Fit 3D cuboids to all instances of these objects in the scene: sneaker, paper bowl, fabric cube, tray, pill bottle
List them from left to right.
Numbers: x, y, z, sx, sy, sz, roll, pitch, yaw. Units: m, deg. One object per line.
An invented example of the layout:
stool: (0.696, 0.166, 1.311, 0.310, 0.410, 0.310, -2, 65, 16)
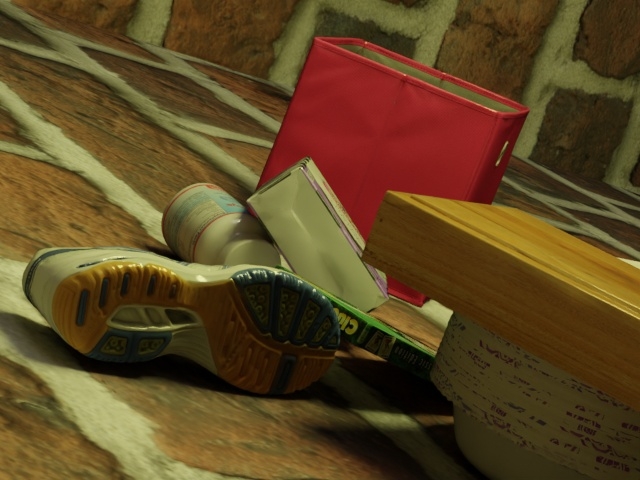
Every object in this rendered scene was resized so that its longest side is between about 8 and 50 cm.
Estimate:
sneaker: (-0.117, 0.053, 1.571, 0.296, 0.112, 0.131, 17, 5, -38)
pill bottle: (-0.102, 0.003, 1.903, 0.087, 0.087, 0.160, 15, 13, -30)
fabric cube: (0.090, -0.093, 2.299, 0.259, 0.258, 0.254, 23, 10, 12)
paper bowl: (0.234, 0.156, 1.627, 0.284, 0.148, 0.284, 21, 11, -4)
tray: (0.252, 0.070, 1.507, 0.411, 0.076, 0.203, 30, 15, 35)

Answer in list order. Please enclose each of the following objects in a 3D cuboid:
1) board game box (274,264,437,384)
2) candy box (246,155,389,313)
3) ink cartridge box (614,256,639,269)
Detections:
board game box: (0.070, 0.101, 1.757, 0.136, 0.030, 0.259, 34, 3, 43)
candy box: (0.000, 0.000, 1.913, 0.165, 0.070, 0.196, 56, 5, -4)
ink cartridge box: (0.444, 0.114, 2.103, 0.237, 0.100, 0.172, 12, -21, 38)
